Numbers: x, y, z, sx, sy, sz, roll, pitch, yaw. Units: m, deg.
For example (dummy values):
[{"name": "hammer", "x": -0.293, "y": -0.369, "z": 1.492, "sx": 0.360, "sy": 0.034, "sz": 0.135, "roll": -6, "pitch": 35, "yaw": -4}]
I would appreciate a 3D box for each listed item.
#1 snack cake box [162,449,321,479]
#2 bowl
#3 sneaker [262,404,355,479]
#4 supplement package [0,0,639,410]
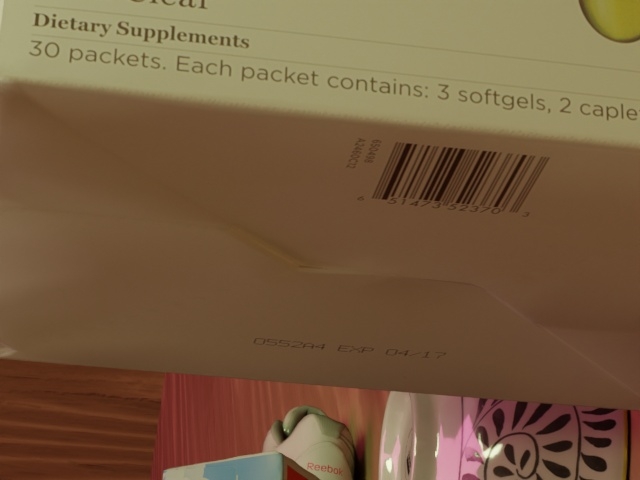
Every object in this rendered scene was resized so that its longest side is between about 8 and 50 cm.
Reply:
[{"name": "snack cake box", "x": -0.031, "y": 0.279, "z": 1.104, "sx": 0.152, "sy": 0.089, "sz": 0.264, "roll": 41, "pitch": -136, "yaw": -52}, {"name": "bowl", "x": 0.072, "y": 0.099, "z": 0.809, "sx": 0.170, "sy": 0.080, "sz": 0.170, "roll": -175, "pitch": 90, "yaw": -81}, {"name": "sneaker", "x": -0.017, "y": 0.185, "z": 1.352, "sx": 0.232, "sy": 0.090, "sz": 0.115, "roll": 140, "pitch": 142, "yaw": -65}, {"name": "supplement package", "x": 0.023, "y": -0.052, "z": 0.614, "sx": 0.204, "sy": 0.262, "sz": 0.145, "roll": 112, "pitch": 160, "yaw": -62}]
